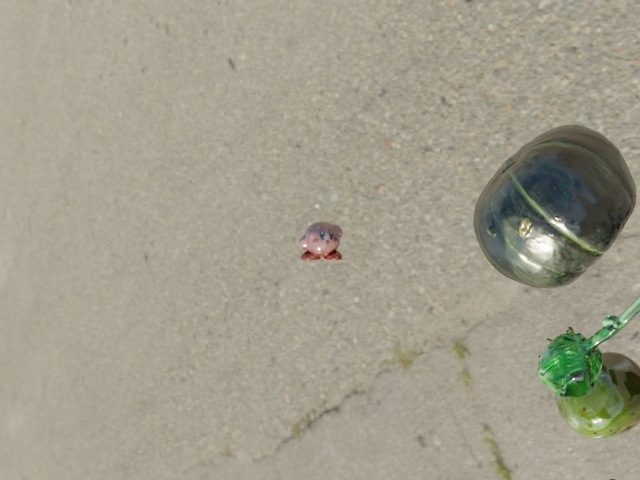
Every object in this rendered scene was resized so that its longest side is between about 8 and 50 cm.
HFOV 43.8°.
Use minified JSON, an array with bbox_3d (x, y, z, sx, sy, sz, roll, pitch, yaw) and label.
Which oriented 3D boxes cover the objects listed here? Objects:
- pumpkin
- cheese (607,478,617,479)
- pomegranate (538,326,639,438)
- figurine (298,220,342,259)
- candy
[{"bbox_3d":[0.433,-0.065,1.489,0.241,0.323,0.323,37,137,5],"label":"pumpkin"},{"bbox_3d":[0.474,0.468,1.243,0.128,0.203,0.177,-108,8,-47],"label":"cheese"},{"bbox_3d":[0.531,0.275,1.557,0.224,0.181,0.181,59,143,22],"label":"pomegranate"},{"bbox_3d":[0.000,0.000,1.476,0.067,0.083,0.071,-123,31,-85],"label":"figurine"},{"bbox_3d":[0.425,0.116,1.139,0.097,0.097,0.323,61,138,31],"label":"candy"}]
